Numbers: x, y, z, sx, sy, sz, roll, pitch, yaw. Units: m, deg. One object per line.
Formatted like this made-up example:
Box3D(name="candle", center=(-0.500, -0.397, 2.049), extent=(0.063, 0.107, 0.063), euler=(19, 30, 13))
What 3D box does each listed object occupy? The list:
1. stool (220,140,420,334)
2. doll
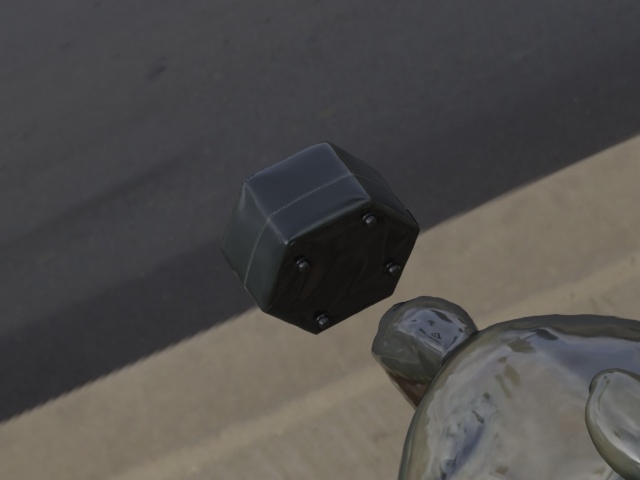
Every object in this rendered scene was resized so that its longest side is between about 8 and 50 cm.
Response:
Box3D(name="stool", center=(0.000, 0.000, 1.613), extent=(0.232, 0.232, 0.141), euler=(-33, 52, -1))
Box3D(name="doll", center=(0.217, 0.120, 0.633), extent=(0.379, 0.252, 0.382), euler=(-19, 15, -25))
